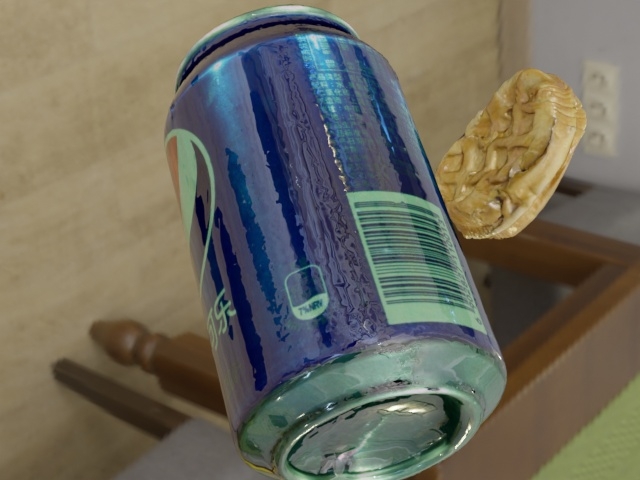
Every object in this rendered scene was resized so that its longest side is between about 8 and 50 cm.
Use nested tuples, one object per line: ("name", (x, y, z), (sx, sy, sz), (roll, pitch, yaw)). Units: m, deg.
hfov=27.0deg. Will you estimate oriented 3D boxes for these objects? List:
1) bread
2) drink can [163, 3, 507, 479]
("bread", (0.113, -0.049, 0.797), (0.044, 0.083, 0.111), (26, 116, -26))
("drink can", (0.000, 0.000, 0.587), (0.118, 0.118, 0.205), (41, 27, -51))
